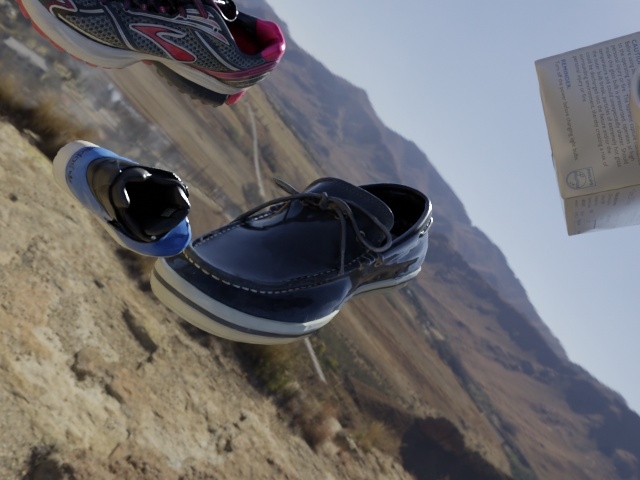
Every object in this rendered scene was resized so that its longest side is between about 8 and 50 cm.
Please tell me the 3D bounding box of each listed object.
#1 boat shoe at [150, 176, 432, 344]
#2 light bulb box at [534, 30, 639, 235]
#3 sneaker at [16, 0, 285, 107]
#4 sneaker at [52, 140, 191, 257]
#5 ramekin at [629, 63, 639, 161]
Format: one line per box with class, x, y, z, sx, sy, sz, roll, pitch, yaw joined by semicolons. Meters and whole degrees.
boat shoe;0.000;0.000;0.742;0.186;0.156;0.500;33;24;28
light bulb box;0.552;-0.166;0.913;0.358;0.360;0.226;19;62;-65
sneaker;-0.169;-0.241;0.611;0.299;0.112;0.121;7;68;-48
sneaker;-0.131;-0.018;0.462;0.084;0.058;0.152;23;-18;30
ramekin;0.405;-0.110;0.550;0.207;0.207;0.109;61;-4;48
